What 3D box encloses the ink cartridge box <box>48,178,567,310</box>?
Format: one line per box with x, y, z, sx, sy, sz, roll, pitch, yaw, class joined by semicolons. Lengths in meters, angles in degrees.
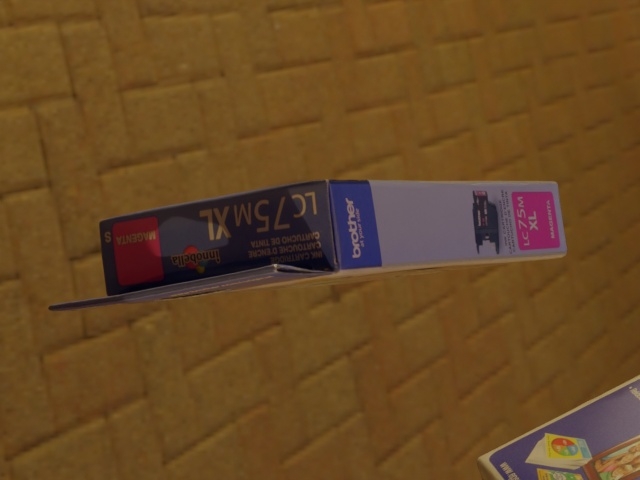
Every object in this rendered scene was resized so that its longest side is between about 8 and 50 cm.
0.000;0.000;0.917;0.311;0.185;0.065;-6;88;-52;ink cartridge box

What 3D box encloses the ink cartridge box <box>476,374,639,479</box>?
0.292;0.160;0.979;0.303;0.307;0.072;-128;-167;-72;ink cartridge box
